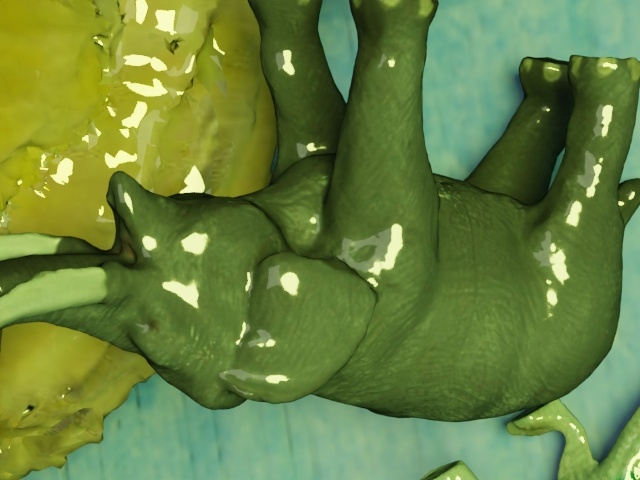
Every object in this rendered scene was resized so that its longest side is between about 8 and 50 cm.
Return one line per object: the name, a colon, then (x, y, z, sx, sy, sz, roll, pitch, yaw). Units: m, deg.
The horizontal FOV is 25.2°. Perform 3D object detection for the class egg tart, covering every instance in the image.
egg tart: (-0.185, -0.065, 0.545, 0.352, 0.150, 0.352, -5, 77, 21)

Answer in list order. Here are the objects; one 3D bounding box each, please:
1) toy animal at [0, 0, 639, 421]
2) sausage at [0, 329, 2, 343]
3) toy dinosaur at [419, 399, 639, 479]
toy animal: (-0.001, -0.009, 0.423, 0.082, 0.269, 0.137, 23, 109, 54)
sausage: (-0.155, 0.174, 0.477, 0.082, 0.082, 0.372, 17, 112, 22)
toy dinosaur: (0.096, 0.102, 0.471, 0.187, 0.044, 0.106, -29, 86, 2)
